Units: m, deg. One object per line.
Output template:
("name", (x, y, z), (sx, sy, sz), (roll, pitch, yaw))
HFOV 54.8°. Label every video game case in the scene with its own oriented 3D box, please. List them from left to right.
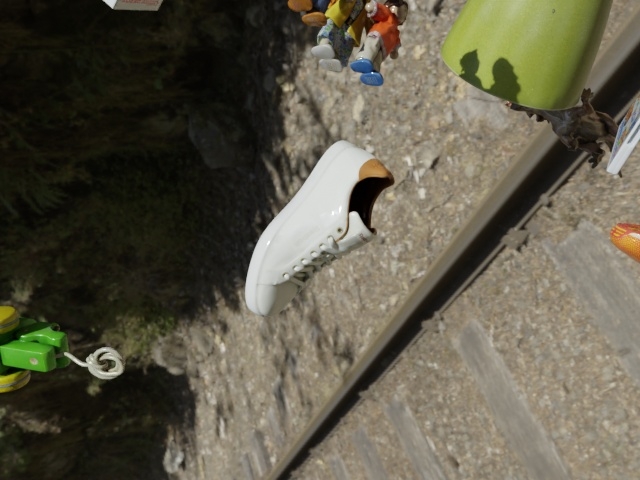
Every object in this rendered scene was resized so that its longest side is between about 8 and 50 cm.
("video game case", (0.283, -0.125, 0.526), (0.011, 0.087, 0.122), (26, 138, 12))

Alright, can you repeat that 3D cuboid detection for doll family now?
("doll family", (0.023, -0.338, 0.816), (0.118, 0.163, 0.263), (8, 154, 33))

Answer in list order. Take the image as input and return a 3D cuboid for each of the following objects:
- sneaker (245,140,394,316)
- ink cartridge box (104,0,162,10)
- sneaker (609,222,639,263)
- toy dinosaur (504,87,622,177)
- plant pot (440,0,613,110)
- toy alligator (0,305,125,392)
("sneaker", (0.000, 0.000, 0.885), (0.123, 0.106, 0.290), (34, 94, 34))
("ink cartridge box", (-0.254, -0.410, 0.887), (0.063, 0.109, 0.150), (43, 119, 5))
("sneaker", (0.329, 0.039, 0.547), (0.067, 0.175, 0.064), (-59, 7, 17))
("toy dinosaur", (0.586, -0.269, 1.398), (0.127, 0.295, 0.200), (-55, 16, 21))
("plant pot", (0.390, -0.426, 1.076), (0.275, 0.274, 0.294), (58, 145, 39))
("toy alligator", (-0.220, 0.075, 0.455), (0.051, 0.189, 0.056), (-59, -31, -69))
